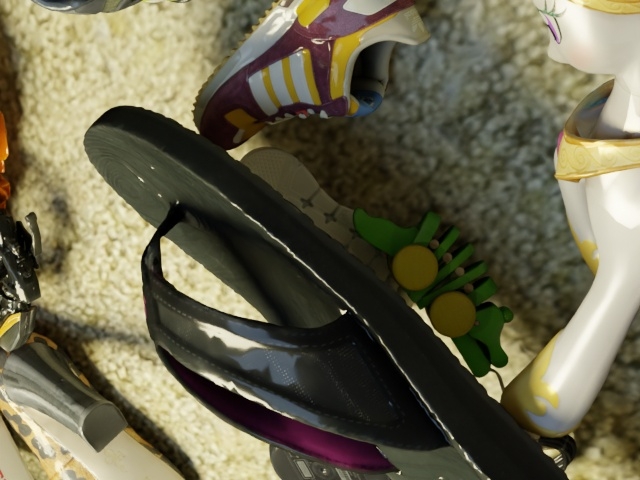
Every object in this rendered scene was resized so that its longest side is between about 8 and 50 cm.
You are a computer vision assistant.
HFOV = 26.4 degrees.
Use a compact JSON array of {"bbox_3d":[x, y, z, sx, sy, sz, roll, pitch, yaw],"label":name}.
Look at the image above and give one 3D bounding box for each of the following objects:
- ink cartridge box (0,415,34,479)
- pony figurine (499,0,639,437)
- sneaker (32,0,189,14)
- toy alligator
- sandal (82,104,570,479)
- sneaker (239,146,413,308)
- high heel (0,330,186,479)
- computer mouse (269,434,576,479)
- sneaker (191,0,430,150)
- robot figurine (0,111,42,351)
[{"bbox_3d":[-0.417,0.210,1.142,0.197,0.270,0.198,26,147,33],"label":"ink cartridge box"},{"bbox_3d":[0.218,-0.004,0.622,0.351,0.303,0.363,24,145,32],"label":"pony figurine"},{"bbox_3d":[-0.102,-0.249,0.757,0.111,0.121,0.300,26,131,19],"label":"sneaker"},{"bbox_3d":[0.095,0.042,0.862,0.051,0.056,0.190,-39,93,4],"label":"toy alligator"},{"bbox_3d":[0.003,0.090,0.816,0.446,0.107,0.167,44,160,6],"label":"sandal"},{"bbox_3d":[0.000,0.000,0.909,0.158,0.061,0.065,50,165,-10],"label":"sneaker"},{"bbox_3d":[-0.199,0.192,1.167,0.186,0.093,0.261,27,143,43],"label":"high heel"},{"bbox_3d":[0.068,0.146,0.963,0.242,0.041,0.071,-6,124,30],"label":"computer mouse"},{"bbox_3d":[-0.010,-0.095,0.830,0.084,0.069,0.185,49,135,5],"label":"sneaker"},{"bbox_3d":[-0.310,-0.042,1.057,0.211,0.085,0.291,20,125,37],"label":"robot figurine"}]
